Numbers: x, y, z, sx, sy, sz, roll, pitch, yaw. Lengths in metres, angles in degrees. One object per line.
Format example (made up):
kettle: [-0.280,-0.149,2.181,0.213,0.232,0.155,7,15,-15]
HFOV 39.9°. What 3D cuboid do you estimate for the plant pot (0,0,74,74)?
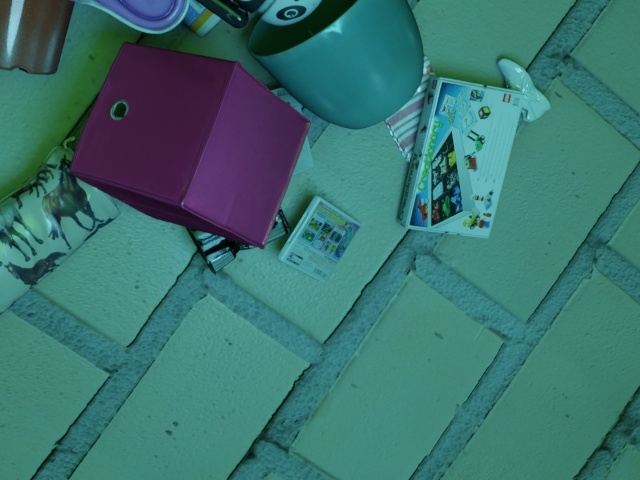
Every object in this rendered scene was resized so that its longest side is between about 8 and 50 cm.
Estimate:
plant pot: [-0.528,-0.432,1.489,0.272,0.272,0.265,11,104,-13]

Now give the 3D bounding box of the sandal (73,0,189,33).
sandal: [-0.368,-0.438,1.370,0.416,0.102,0.169,10,110,-42]

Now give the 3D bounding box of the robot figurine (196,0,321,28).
robot figurine: [-0.111,-0.479,1.456,0.278,0.209,0.174,35,66,-16]

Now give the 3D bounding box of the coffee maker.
coffee maker: [-0.171,-0.047,1.699,0.178,0.120,0.171,-27,78,-8]

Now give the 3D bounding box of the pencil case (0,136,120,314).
pencil case: [-0.555,-0.003,1.590,0.410,0.160,0.183,-40,117,-3]

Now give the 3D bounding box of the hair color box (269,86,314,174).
hair color box: [-0.076,-0.208,1.692,0.093,0.053,0.167,-24,106,-45]

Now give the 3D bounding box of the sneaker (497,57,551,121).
sneaker: [0.406,-0.307,1.799,0.061,0.054,0.152,-42,105,0]

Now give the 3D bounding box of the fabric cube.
fabric cube: [-0.218,-0.160,1.515,0.259,0.258,0.254,33,77,-57]

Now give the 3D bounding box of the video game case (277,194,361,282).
video game case: [0.000,0.000,1.735,0.157,0.019,0.143,30,92,-51]

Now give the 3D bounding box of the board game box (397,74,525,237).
board game box: [0.281,-0.164,1.766,0.193,0.053,0.305,7,105,-19]

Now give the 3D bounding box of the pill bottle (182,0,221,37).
pill bottle: [-0.261,-0.510,1.576,0.272,0.152,0.152,44,88,-14]

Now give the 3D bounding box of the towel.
towel: [0.202,-0.254,1.777,0.144,0.029,0.197,-33,104,-6]

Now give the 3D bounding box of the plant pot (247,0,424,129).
plant pot: [0.052,-0.346,1.608,0.293,0.293,0.235,-42,121,-3]
